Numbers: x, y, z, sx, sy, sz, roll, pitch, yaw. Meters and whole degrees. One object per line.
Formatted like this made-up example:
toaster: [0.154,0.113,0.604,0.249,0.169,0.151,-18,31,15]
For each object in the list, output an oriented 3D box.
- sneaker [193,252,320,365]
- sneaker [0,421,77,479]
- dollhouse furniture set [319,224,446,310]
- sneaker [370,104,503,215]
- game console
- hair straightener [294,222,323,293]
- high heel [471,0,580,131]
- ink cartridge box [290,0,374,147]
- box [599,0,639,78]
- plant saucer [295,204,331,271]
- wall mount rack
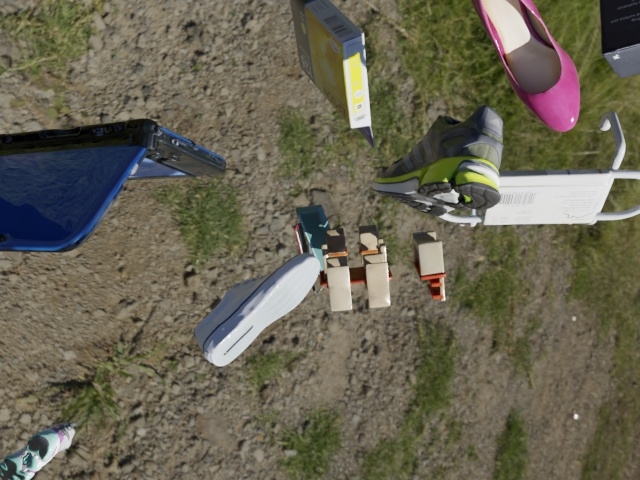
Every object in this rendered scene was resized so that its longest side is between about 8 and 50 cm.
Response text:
sneaker: [-0.115,0.100,1.021,0.258,0.091,0.094,-40,143,-19]
sneaker: [-0.318,0.242,0.674,0.038,0.098,0.069,55,19,5]
dollhouse furniture set: [0.126,0.066,1.227,0.259,0.262,0.135,-6,107,2]
sneaker: [0.169,-0.108,0.831,0.111,0.300,0.121,22,84,-19]
game console: [-0.310,-0.053,0.757,0.250,0.293,0.174,21,72,-63]
hair straightener: [-0.014,0.057,1.688,0.047,0.089,0.231,-49,137,-54]
high heel: [0.256,-0.243,0.732,0.117,0.082,0.244,-34,104,-56]
ink cartridge box: [0.023,-0.408,1.381,0.072,0.304,0.307,-22,139,-13]
box: [0.446,-0.311,0.739,0.093,0.156,0.158,13,76,-49]
plant saucer: [0.000,0.000,1.374,0.018,0.067,0.192,-69,145,-48]
wall mount rack: [0.360,-0.080,0.997,0.304,0.349,0.131,80,12,-53]
